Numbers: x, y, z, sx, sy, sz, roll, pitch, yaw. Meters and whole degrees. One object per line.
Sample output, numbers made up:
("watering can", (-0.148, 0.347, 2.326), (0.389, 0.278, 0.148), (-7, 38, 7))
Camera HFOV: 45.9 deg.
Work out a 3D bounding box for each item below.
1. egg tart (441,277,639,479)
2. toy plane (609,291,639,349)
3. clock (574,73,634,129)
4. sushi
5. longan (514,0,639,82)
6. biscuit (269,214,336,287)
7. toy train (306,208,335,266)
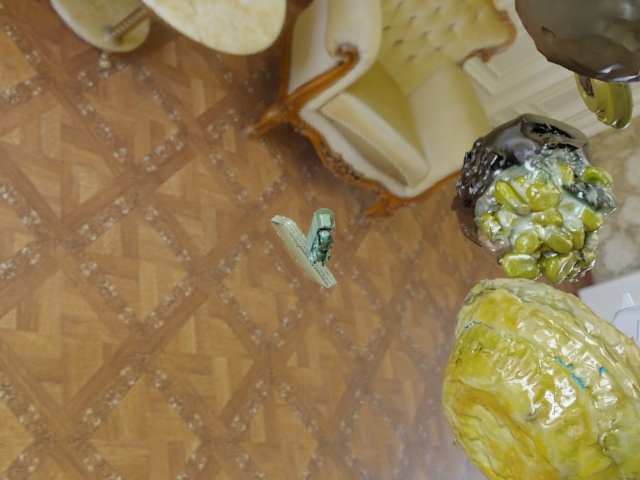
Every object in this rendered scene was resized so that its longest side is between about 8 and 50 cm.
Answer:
("egg tart", (0.296, 0.235, 1.053), (0.169, 0.388, 0.387), (-27, 93, -26))
("toy plane", (0.683, 0.180, 1.527), (0.118, 0.252, 0.252), (-2, 64, -12))
("clock", (0.565, -0.332, 1.547), (0.237, 0.057, 0.236), (-20, 90, -84))
("sushi", (0.483, -0.080, 1.646), (0.328, 0.328, 0.285), (14, 23, -16))
("longan", (0.482, -0.420, 1.125), (0.391, 0.391, 0.390), (34, 43, -40))
("biscuit", (-0.043, 0.025, 1.848), (0.199, 0.041, 0.121), (55, -11, -17))
("toy train", (0.000, 0.000, 1.377), (0.038, 0.148, 0.070), (-1, 68, -9))
